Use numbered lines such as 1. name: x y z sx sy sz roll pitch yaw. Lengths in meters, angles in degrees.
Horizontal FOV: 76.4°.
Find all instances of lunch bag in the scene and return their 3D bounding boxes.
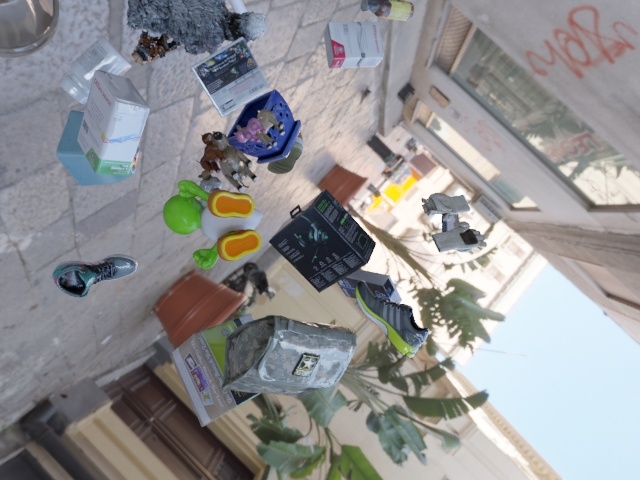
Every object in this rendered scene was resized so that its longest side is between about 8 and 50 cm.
1. lunch bag: -0.079 0.286 1.022 0.287 0.235 0.168 -41 -138 42

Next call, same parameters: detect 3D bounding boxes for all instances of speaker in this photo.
1. speaker: -0.351 -0.994 1.693 0.055 0.055 0.136 -46 169 0

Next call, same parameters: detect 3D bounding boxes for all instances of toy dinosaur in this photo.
1. toy dinosaur: -0.650 -0.808 1.620 0.218 0.321 0.164 -28 144 25

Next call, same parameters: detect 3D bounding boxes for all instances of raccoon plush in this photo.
1. raccoon plush: -0.441 -0.794 1.383 0.447 0.216 0.299 3 -170 33

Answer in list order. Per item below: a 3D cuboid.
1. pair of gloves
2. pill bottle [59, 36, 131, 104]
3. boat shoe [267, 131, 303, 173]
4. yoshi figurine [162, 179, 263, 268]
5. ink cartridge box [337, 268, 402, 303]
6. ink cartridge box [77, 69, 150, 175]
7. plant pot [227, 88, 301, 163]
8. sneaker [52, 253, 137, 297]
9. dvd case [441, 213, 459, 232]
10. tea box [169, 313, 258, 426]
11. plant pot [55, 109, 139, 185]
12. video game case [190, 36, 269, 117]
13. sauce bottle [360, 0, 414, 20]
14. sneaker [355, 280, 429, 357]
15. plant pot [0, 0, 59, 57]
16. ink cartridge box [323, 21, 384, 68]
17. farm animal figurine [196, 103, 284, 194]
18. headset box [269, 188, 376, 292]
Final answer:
1. pair of gloves: 0.472 -0.071 1.446 0.204 0.240 0.042 -1 153 -20
2. pill bottle: -0.817 -0.609 1.473 0.229 0.131 0.131 -44 177 -1
3. boat shoe: -0.161 -0.415 1.949 0.302 0.113 0.103 -26 -131 55
4. yoshi figurine: -0.297 -0.052 1.032 0.203 0.203 0.362 -55 -151 -11
5. ink cartridge box: 0.166 0.186 1.707 0.333 0.165 0.065 10 -126 44
6. ink cartridge box: -0.702 -0.391 1.371 0.117 0.201 0.278 -4 136 -49
7. plant pot: -0.233 -0.471 1.762 0.236 0.212 0.236 -2 -122 46
8. sneaker: -0.862 0.132 1.553 0.296 0.123 0.178 -8 -158 -21
9. dvd case: 0.614 -0.097 1.918 0.030 0.179 0.239 -2 179 32
10. tea box: -0.392 0.534 1.720 0.220 0.329 0.324 -40 162 32
11. plant pot: -0.967 -0.402 1.825 0.248 0.252 0.247 105 -13 -64
12. video game case: -0.284 -0.519 1.300 0.190 0.173 0.022 -33 -148 -5
13. sauce bottle: 0.149 -0.516 0.903 0.128 0.042 0.042 -10 157 -31
14. sneaker: 0.239 0.239 1.361 0.121 0.300 0.111 -48 166 18
15. plant pot: -0.845 -0.662 1.030 0.323 0.323 0.280 -45 -149 -19
16. ink cartridge box: 0.095 -0.557 1.161 0.151 0.109 0.063 -7 176 -14
17. farm animal figurine: -0.307 -0.321 1.448 0.330 0.172 0.326 -34 158 -30
18. headset box: 0.000 0.000 1.390 0.246 0.283 0.131 -37 -167 37
